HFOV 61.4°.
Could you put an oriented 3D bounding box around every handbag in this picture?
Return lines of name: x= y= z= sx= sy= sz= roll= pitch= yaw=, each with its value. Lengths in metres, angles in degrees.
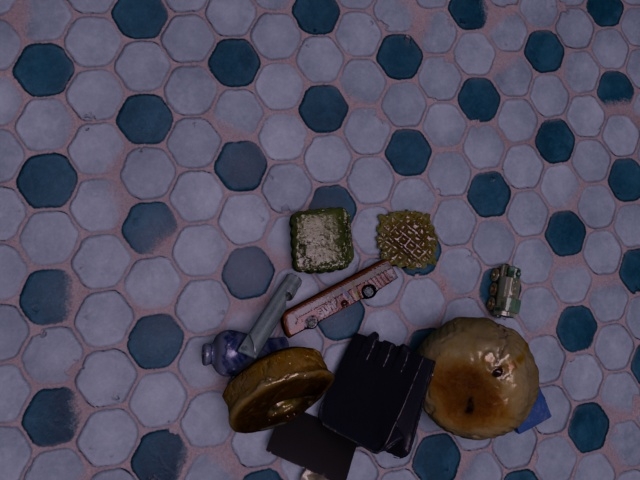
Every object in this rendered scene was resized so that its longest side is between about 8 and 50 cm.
handbag: x=0.176 y=0.454 z=1.633 sx=0.122 sy=0.303 sz=0.329 roll=33 pitch=75 yaw=-36

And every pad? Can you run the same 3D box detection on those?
pad: x=-0.022 y=0.632 z=1.675 sx=0.265 sy=0.009 sz=0.159 roll=25 pitch=56 yaw=-1

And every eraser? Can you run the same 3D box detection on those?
eraser: x=0.675 y=0.492 z=1.865 sx=0.144 sy=0.042 sz=0.311 roll=-23 pitch=89 yaw=-13

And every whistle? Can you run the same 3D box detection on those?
whistle: x=-0.148 y=0.226 z=1.639 sx=0.062 sy=0.062 sz=0.312 roll=37 pitch=50 yaw=-6

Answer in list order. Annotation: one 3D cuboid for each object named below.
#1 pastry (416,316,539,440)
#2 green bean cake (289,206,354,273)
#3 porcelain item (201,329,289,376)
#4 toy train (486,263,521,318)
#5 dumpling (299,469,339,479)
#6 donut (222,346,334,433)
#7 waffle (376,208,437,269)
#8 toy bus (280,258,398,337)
pastry: x=0.485 y=0.419 z=1.688 sx=0.389 sy=0.313 sz=0.388 roll=2 pitch=95 yaw=19
green bean cake: x=0.000 y=0.000 z=1.737 sx=0.200 sy=0.113 sz=0.214 roll=-6 pitch=86 yaw=-13
porcelain item: x=-0.229 y=0.342 z=1.647 sx=0.259 sy=0.141 sz=0.141 roll=2 pitch=84 yaw=-22
toy train: x=0.637 y=0.172 z=1.850 sx=0.081 sy=0.125 sz=0.193 roll=14 pitch=82 yaw=-14
dumpling: x=0.000 y=0.759 z=1.664 sx=0.134 sy=0.100 sz=0.169 roll=35 pitch=77 yaw=-3
donut: x=-0.124 y=0.431 z=1.586 sx=0.330 sy=0.330 sz=0.160 roll=-14 pitch=50 yaw=-13
waffle: x=0.294 y=-0.003 z=1.830 sx=0.214 sy=0.054 sz=0.207 roll=-4 pitch=88 yaw=-7
toy bus: x=0.058 y=0.187 z=1.740 sx=0.409 sy=0.093 sz=0.092 roll=-27 pitch=90 yaw=-14
